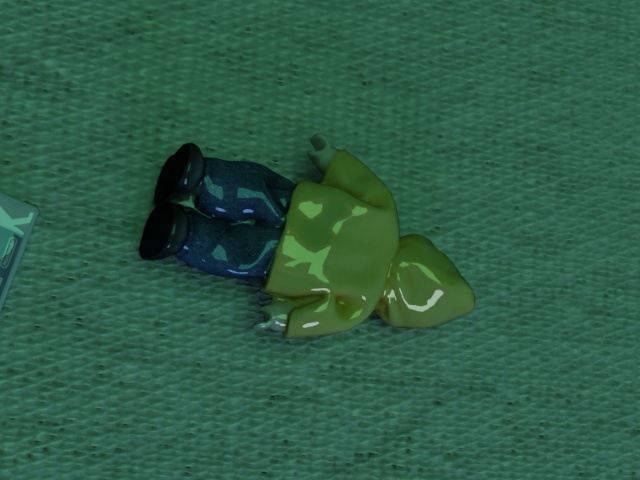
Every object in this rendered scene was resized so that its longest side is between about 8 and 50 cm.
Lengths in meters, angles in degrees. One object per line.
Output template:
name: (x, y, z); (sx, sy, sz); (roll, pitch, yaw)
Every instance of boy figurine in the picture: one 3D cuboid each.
boy figurine: (0.000, 0.000, 1.597); (0.285, 0.092, 0.177); (16, 75, -20)

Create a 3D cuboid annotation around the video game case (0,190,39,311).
video game case: (-0.339, 0.030, 1.487); (0.183, 0.023, 0.201); (24, 73, -17)
